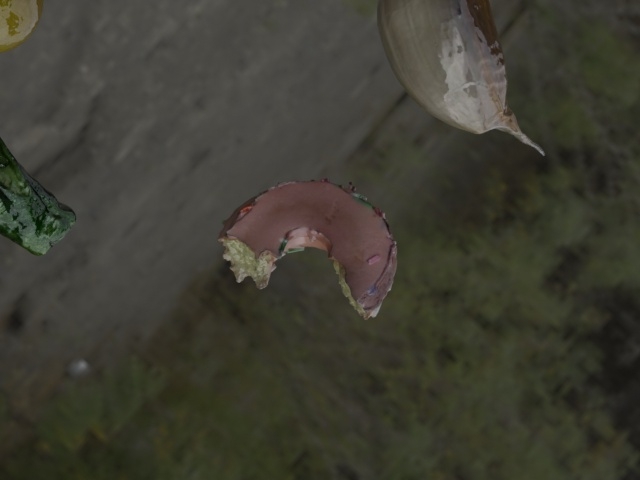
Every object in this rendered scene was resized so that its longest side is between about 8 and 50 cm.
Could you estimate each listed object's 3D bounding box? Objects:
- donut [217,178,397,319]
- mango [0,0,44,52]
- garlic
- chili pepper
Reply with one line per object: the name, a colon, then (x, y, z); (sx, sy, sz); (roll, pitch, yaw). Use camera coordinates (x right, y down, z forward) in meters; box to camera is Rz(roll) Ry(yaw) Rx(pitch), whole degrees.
donut: (0.000, 0.000, 1.612); (0.117, 0.166, 0.065); (-57, 162, -25)
mango: (-0.283, -0.221, 1.408); (0.092, 0.130, 0.194); (-13, 160, 19)
garlic: (0.121, -0.159, 1.531); (0.090, 0.198, 0.128); (-32, 166, 39)
chili pepper: (-0.244, -0.061, 1.228); (0.050, 0.182, 0.073); (-45, 171, -7)
